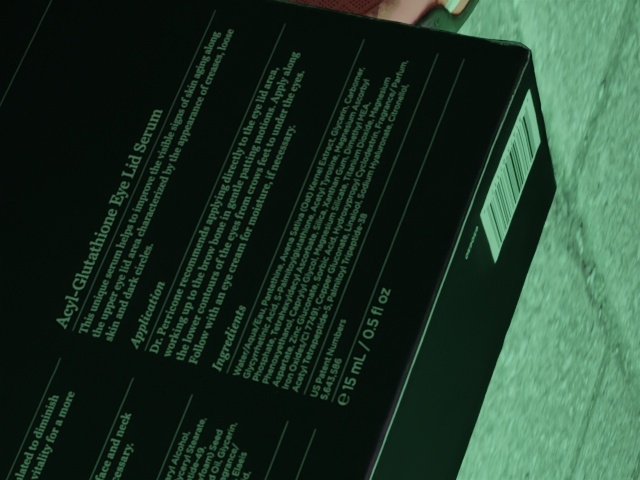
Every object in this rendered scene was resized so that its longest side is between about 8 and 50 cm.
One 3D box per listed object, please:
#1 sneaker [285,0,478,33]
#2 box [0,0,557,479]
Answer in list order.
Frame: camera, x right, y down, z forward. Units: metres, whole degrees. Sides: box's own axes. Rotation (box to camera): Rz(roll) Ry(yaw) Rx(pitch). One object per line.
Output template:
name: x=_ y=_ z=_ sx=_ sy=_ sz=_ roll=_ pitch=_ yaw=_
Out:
sneaker: x=0.011 y=-0.208 z=0.737 sx=0.136 sy=0.116 sz=0.314 roll=44 pitch=55 yaw=-55
box: x=-0.053 y=0.053 z=0.592 sx=0.103 sy=0.184 sz=0.261 roll=66 pitch=42 yaw=-62
